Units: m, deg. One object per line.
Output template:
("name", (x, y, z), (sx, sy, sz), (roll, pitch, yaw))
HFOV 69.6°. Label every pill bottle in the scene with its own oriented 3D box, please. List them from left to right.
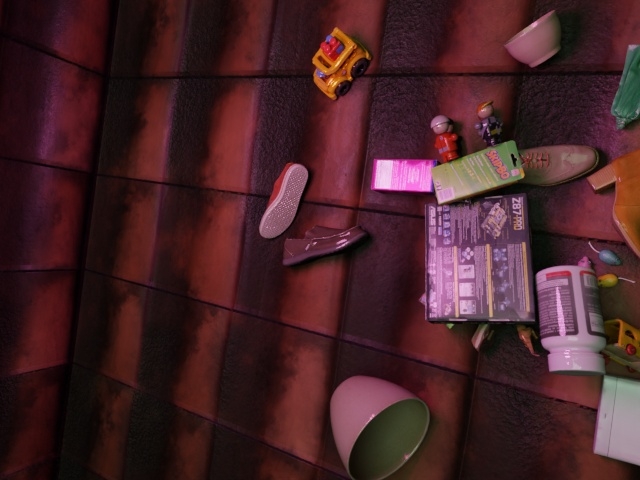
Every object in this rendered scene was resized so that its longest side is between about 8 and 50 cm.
("pill bottle", (0.699, 0.226, 1.289), (0.161, 0.161, 0.283), (-6, 66, 26))

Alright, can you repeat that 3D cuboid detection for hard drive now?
("hard drive", (0.967, 0.521, 1.264), (0.352, 0.047, 0.233), (7, 92, 26))

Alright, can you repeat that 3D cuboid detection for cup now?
("cup", (0.163, 0.594, 1.546), (0.237, 0.331, 0.331), (35, 105, 50))

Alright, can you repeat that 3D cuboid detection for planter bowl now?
("planter bowl", (0.663, -0.603, 1.408), (0.162, 0.162, 0.109), (-32, 101, 22))

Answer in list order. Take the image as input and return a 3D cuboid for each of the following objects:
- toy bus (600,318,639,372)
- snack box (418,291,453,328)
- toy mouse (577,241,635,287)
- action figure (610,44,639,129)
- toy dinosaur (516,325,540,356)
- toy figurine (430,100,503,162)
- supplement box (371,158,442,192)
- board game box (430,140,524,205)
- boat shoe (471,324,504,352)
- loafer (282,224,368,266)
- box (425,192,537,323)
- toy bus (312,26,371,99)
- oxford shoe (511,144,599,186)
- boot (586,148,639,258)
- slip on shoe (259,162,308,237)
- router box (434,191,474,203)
("toy bus", (0.875, 0.297, 1.282), (0.190, 0.202, 0.104), (8, 61, 34))
("snack box", (0.419, 0.212, 1.556), (0.141, 0.037, 0.100), (43, 105, 21))
("toy mouse", (0.820, 0.071, 1.361), (0.161, 0.031, 0.143), (-16, 81, 26))
("action figure", (0.904, -0.428, 1.319), (0.137, 0.063, 0.232), (25, 96, 23))
("toy dinosaur", (0.625, 0.293, 1.399), (0.064, 0.112, 0.212), (-39, 34, 28))
("toy figurine", (0.465, -0.346, 1.454), (0.209, 0.213, 0.148), (-18, 92, 26))
("supplement box", (0.299, -0.218, 1.590), (0.220, 0.111, 0.114), (7, 91, 27))
("board game box", (0.475, -0.203, 1.406), (0.259, 0.039, 0.124), (-18, 74, 31))
("boat shoe", (0.539, 0.264, 1.477), (0.190, 0.068, 0.072), (-62, 24, 15))
("loafer", (0.000, 0.000, 1.720), (0.365, 0.133, 0.130), (-17, 81, 25))
("box", (0.494, 0.062, 1.447), (0.318, 0.097, 0.395), (-6, 71, 28))
("toy bus", (0.047, -0.653, 1.678), (0.220, 0.211, 0.149), (-47, 71, 19))
("oxford shoe", (0.651, -0.226, 1.401), (0.348, 0.130, 0.123), (-8, 85, 26))
("boot", (0.915, -0.113, 1.280), (0.211, 0.104, 0.295), (-28, 72, 24))
("slip on shoe", (-0.152, -0.158, 1.829), (0.331, 0.123, 0.101), (-65, 33, 16))
("router box", (0.445, -0.164, 1.496), (0.122, 0.092, 0.038), (8, 136, 39))
